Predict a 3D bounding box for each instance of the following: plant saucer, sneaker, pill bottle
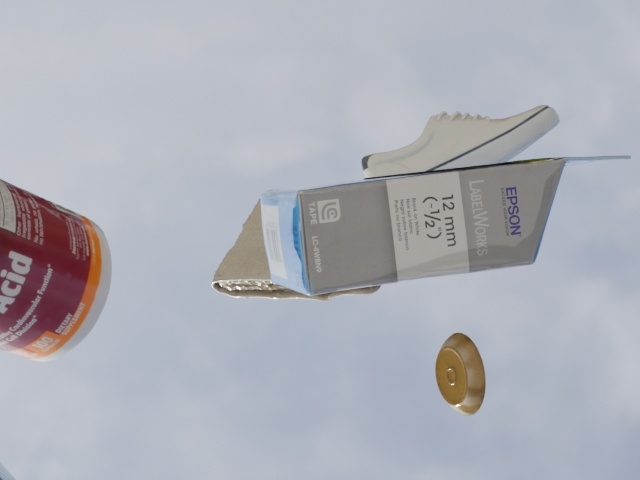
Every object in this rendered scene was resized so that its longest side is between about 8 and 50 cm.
[{"bbox_3d":[0.135,0.133,1.755,0.015,0.083,0.083,-6,-157,-28],"label":"plant saucer"},{"bbox_3d":[0.172,-0.121,2.187,0.258,0.091,0.094,-26,175,-12],"label":"sneaker"},{"bbox_3d":[-0.494,0.010,2.409,0.224,0.392,0.224,-19,-120,36],"label":"pill bottle"}]

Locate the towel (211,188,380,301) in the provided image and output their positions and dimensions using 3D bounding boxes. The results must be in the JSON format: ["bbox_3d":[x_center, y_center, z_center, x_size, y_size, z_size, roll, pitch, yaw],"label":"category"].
[{"bbox_3d":[0.000,0.000,2.418,0.282,0.049,0.187,0,-134,36],"label":"towel"}]

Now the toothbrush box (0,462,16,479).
[{"bbox_3d":[-0.360,0.228,1.631,0.126,0.216,0.295,-44,-127,-11],"label":"toothbrush box"}]

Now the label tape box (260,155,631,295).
[{"bbox_3d":[0.128,-0.020,1.869,0.348,0.115,0.249,-5,-178,-10],"label":"label tape box"}]
